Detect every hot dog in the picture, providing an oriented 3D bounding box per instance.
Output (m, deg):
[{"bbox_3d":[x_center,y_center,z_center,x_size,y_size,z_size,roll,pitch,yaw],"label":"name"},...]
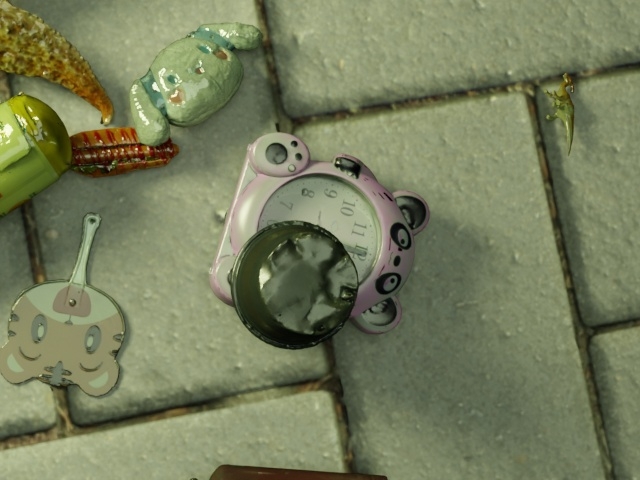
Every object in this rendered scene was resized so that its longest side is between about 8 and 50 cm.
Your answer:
[{"bbox_3d":[-0.249,-0.112,1.858,0.144,0.038,0.062,-5,84,-10],"label":"hot dog"}]

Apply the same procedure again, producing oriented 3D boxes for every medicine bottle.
[{"bbox_3d":[-0.410,-0.078,1.777,0.239,0.124,0.124,-35,90,-5],"label":"medicine bottle"}]

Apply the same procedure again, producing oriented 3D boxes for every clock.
[{"bbox_3d":[0.000,0.000,1.861,0.248,0.090,0.227,18,82,-8],"label":"clock"}]

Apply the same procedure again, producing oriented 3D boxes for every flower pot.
[{"bbox_3d":[-0.022,0.054,1.755,0.157,0.107,0.157,0,89,-12],"label":"flower pot"}]

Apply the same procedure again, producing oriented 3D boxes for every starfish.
[{"bbox_3d":[-0.425,-0.302,1.817,0.384,0.132,0.398,9,86,-12],"label":"starfish"}]

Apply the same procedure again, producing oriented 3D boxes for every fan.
[{"bbox_3d":[-0.308,0.075,1.843,0.152,0.008,0.226,12,83,-7],"label":"fan"}]

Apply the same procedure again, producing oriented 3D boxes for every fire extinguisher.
[{"bbox_3d":[-0.053,0.323,1.828,0.268,0.072,0.089,5,116,-9],"label":"fire extinguisher"}]

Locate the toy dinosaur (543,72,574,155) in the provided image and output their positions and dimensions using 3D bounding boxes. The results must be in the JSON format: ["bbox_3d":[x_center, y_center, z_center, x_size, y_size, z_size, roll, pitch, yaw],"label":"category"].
[{"bbox_3d":[0.317,-0.169,1.959,0.041,0.026,0.113,11,72,-25],"label":"toy dinosaur"}]

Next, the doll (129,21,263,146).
[{"bbox_3d":[-0.161,-0.202,1.865,0.103,0.071,0.214,42,72,10],"label":"doll"}]
